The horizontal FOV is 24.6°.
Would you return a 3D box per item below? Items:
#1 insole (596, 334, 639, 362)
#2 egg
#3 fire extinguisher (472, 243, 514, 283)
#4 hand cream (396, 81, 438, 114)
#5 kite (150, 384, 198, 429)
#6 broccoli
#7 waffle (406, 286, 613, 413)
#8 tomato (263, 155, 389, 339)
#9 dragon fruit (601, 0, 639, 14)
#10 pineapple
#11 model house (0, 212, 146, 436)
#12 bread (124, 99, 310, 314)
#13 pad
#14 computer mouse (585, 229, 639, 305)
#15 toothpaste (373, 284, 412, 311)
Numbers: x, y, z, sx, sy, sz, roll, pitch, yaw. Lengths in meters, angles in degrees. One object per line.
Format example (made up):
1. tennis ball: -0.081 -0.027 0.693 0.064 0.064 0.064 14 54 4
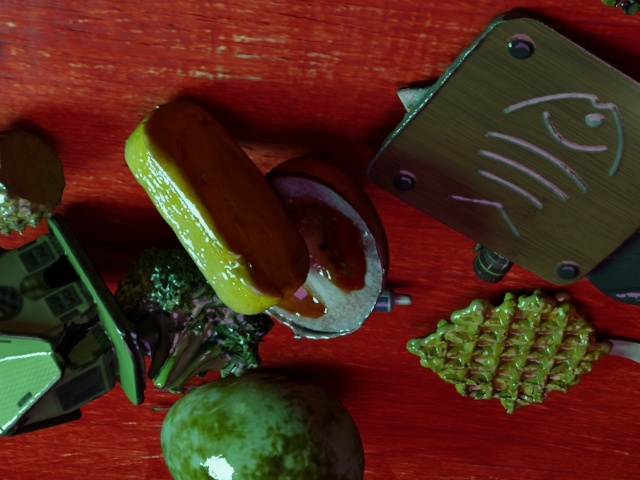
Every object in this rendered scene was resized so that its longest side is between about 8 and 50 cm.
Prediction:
1. insole: 0.456 0.156 1.990 0.192 0.010 0.063 12 147 -16
2. egg: -0.082 0.300 2.043 0.289 0.238 0.238 12 148 7
3. fire extinguisher: 0.224 -0.006 1.718 0.064 0.043 0.158 45 146 12
4. hand cream: 0.129 -0.117 1.557 0.061 0.039 0.143 -7 141 18
5. kite: -0.172 0.247 2.174 0.160 0.010 0.183 0 151 -3
6. broccoli: -0.155 0.094 1.769 0.198 0.226 0.176 15 104 -1
7. waffle: 0.253 0.143 1.938 0.238 0.059 0.243 -24 138 34
8. tomato: 0.000 0.000 1.640 0.199 0.112 0.228 51 136 -7
9. dragon fruit: 0.273 -0.245 1.304 0.081 0.086 0.116 -37 155 -9
10. pineapple: -0.388 -0.036 1.647 0.125 0.125 0.251 28 145 -35
11. model house: -0.370 0.141 1.715 0.278 0.218 0.205 -29 157 -18
12. bread: -0.109 -0.036 1.549 0.245 0.102 0.094 55 138 -1
13. pad: 0.230 -0.087 1.533 0.286 0.018 0.284 27 133 -16
14. computer mouse: 0.362 -0.040 1.622 0.168 0.087 0.295 -5 134 22
15. toothpaste: 0.018 0.070 1.859 0.197 0.035 0.057 3 139 4
